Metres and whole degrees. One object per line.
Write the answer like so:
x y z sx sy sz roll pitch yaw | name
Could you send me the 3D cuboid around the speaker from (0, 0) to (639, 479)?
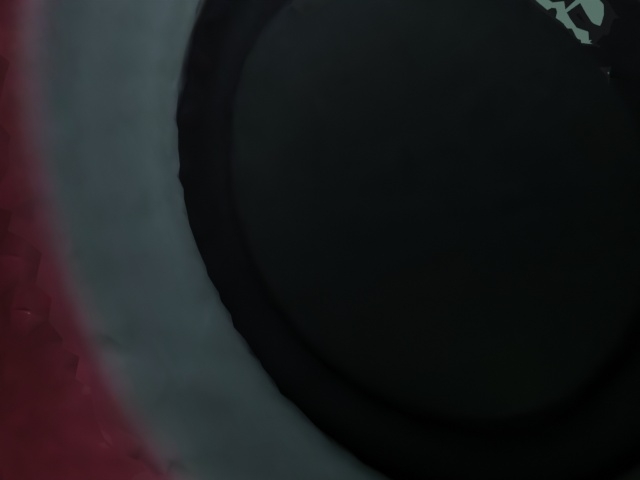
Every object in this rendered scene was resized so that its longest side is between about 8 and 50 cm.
0.000 0.000 0.460 0.294 0.294 0.294 -8 121 -14 | speaker
